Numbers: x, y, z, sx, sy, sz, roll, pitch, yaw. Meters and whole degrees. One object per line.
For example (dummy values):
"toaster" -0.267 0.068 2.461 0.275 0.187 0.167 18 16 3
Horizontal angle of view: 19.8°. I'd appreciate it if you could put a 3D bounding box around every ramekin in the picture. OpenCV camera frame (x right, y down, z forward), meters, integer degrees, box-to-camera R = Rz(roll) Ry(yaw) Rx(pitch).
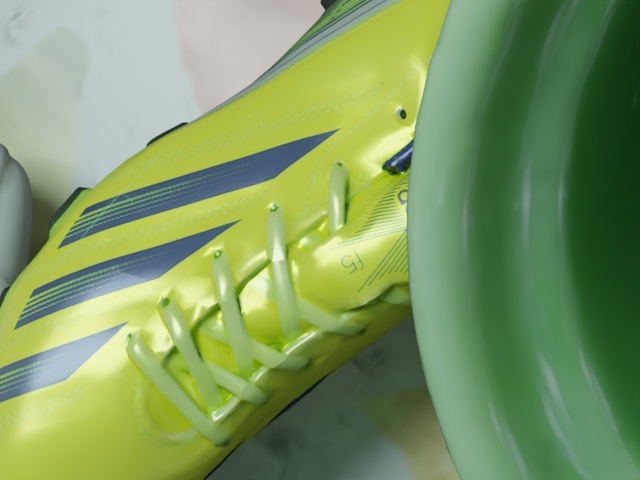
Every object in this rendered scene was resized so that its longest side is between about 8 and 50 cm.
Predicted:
"ramekin" 0.187 -0.008 0.441 0.303 0.148 0.303 7 109 20

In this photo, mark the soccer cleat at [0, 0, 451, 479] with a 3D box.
"soccer cleat" 0.000 -0.001 0.570 0.289 0.093 0.121 -47 35 -11

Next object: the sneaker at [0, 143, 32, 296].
"sneaker" -0.112 0.110 0.641 0.123 0.106 0.290 9 86 -14
